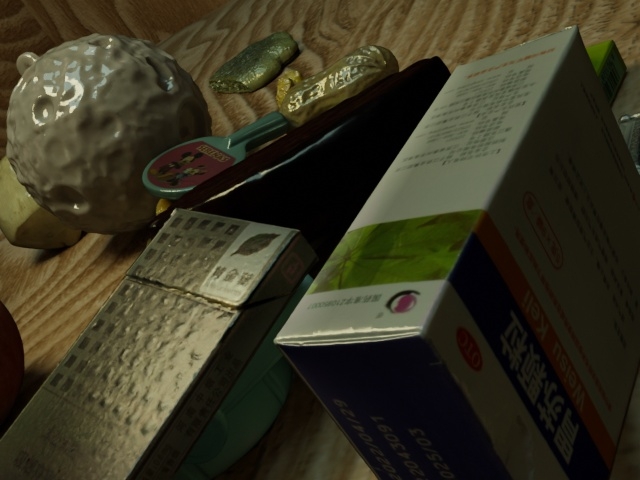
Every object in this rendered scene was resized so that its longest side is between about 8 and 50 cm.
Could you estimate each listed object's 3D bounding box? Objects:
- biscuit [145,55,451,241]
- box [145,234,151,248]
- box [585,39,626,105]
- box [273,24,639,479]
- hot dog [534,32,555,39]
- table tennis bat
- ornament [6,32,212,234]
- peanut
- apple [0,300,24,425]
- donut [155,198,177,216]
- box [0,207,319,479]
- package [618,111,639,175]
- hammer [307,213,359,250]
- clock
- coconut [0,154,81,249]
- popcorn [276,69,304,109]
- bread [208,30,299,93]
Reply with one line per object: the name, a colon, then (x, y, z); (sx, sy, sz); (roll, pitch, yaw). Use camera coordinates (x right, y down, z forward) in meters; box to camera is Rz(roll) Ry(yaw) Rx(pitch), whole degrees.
biscuit: (-0.018, -0.085, 0.977); (0.407, 0.091, 0.407); (-28, 11, 6)
box: (-0.212, -0.027, 1.293); (0.149, 0.020, 0.073); (-30, 26, 12)
box: (0.185, -0.084, 0.850); (0.187, 0.047, 0.335); (-10, 33, 44)
box: (0.124, 0.027, 0.534); (0.106, 0.200, 0.299); (-11, 34, 41)
hot dog: (0.190, -0.143, 0.830); (0.191, 0.059, 0.108); (-49, 23, -24)
table tennis bat: (-0.151, -0.128, 1.217); (0.244, 0.040, 0.153); (-31, 40, -23)
ornament: (-0.340, -0.176, 1.356); (0.337, 0.337, 0.337); (-29, 25, 14)
peanut: (0.025, -0.227, 1.273); (0.214, 0.090, 0.099); (-26, 54, 23)
apple: (-0.566, 0.178, 1.054); (0.345, 0.269, 0.345); (-25, 21, 11)
donut: (-0.173, -0.052, 1.206); (0.152, 0.058, 0.152); (-17, 36, 13)
box: (-0.153, 0.116, 0.688); (0.180, 0.047, 0.325); (11, 60, 45)
package: (0.290, -0.090, 0.761); (0.037, 0.015, 0.110); (-16, 29, 38)
hammer: (0.000, 0.000, 0.887); (0.062, 0.013, 0.199); (-23, 4, 17)
clock: (-0.123, 0.139, 0.787); (0.274, 0.094, 0.223); (-49, 27, -24)
coconut: (-0.554, -0.075, 1.631); (0.224, 0.224, 0.224); (-29, 25, 14)
popcorn: (-0.051, -0.248, 1.435); (0.084, 0.084, 0.084); (-29, 25, 14)
bread: (-0.146, -0.415, 1.888); (0.207, 0.056, 0.286); (-45, 27, -18)
